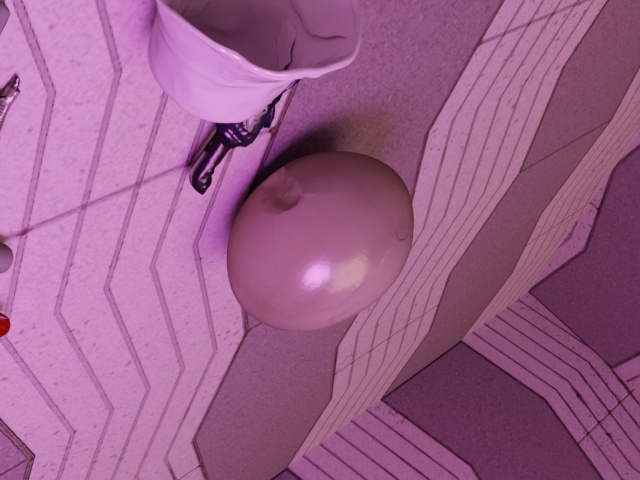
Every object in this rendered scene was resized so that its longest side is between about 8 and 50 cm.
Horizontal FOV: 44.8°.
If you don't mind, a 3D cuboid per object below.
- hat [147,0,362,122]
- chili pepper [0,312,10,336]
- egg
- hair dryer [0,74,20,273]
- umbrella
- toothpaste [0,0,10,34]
[{"bbox_3d":[-0.074,-0.182,0.681,0.203,0.203,0.126,-24,165,-39],"label":"hat"},{"bbox_3d":[-0.362,0.080,0.762,0.088,0.064,0.169,-10,169,12],"label":"chili pepper"},{"bbox_3d":[0.000,0.000,1.023,0.269,0.219,0.219,-49,157,-4],"label":"egg"},{"bbox_3d":[-0.304,-0.037,0.698,0.199,0.067,0.167,-56,168,-11],"label":"hair dryer"},{"bbox_3d":[-0.073,-0.148,0.844,0.248,0.071,0.071,-50,157,17],"label":"umbrella"},{"bbox_3d":[-0.268,-0.107,0.551,0.037,0.062,0.216,28,87,-60],"label":"toothpaste"}]
